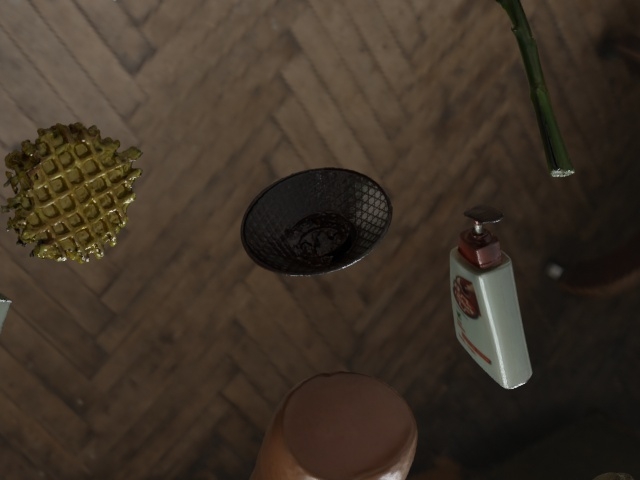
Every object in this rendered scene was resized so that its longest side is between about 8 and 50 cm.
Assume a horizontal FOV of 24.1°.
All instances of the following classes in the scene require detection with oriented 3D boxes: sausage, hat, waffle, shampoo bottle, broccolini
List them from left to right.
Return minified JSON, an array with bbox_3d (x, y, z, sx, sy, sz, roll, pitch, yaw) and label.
[{"bbox_3d":[-0.345,-0.067,2.052,0.197,0.070,0.193,5,94,-37],"label":"waffle"},{"bbox_3d":[0.000,0.210,1.282,0.121,0.121,0.304,-33,162,-24],"label":"sausage"},{"bbox_3d":[0.000,0.000,1.883,0.193,0.193,0.082,-36,139,-21],"label":"hat"},{"bbox_3d":[0.233,0.061,2.116,0.071,0.153,0.284,-23,129,-13],"label":"shampoo bottle"},{"bbox_3d":[0.140,-0.142,1.057,0.042,0.218,0.044,-27,158,39],"label":"broccolini"}]

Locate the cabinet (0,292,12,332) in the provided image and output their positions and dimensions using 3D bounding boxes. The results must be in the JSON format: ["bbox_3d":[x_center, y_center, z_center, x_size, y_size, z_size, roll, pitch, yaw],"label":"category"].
[{"bbox_3d":[-0.535,0.139,1.987,0.150,0.145,0.206,7,108,-50],"label":"cabinet"}]

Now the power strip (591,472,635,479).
[{"bbox_3d":[0.083,0.306,1.038,0.387,0.066,0.092,-39,100,9],"label":"power strip"}]
